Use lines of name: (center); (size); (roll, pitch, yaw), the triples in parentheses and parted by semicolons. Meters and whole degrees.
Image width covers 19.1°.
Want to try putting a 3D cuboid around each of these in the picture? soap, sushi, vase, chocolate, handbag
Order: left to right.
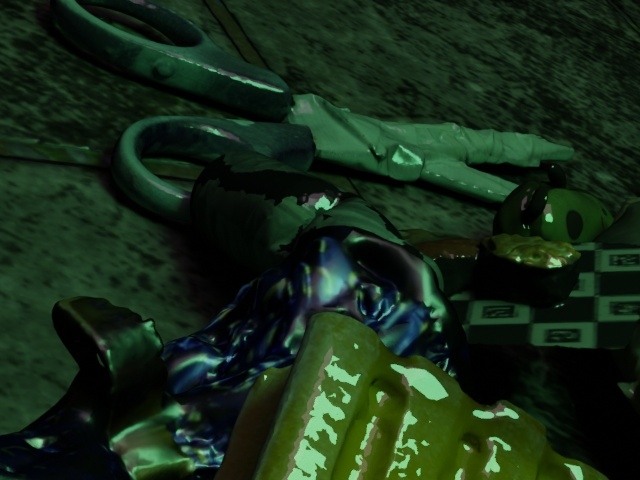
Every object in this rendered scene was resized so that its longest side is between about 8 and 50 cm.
chocolate: (-0.079, 0.095, 0.739); (0.343, 0.126, 0.148); (-27, 93, -49)
vase: (0.000, 0.000, 0.934); (0.060, 0.060, 0.211); (10, 7, -28)
soap: (0.015, 0.151, 0.638); (0.140, 0.073, 0.232); (30, 47, -11)
sushi: (0.076, 0.012, 0.987); (0.201, 0.031, 0.139); (1, 22, 17)
handbag: (0.145, -0.009, 1.150); (0.047, 0.072, 0.111); (-11, -3, 35)

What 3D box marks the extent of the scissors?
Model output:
scissors: (0.027, -0.060, 1.183); (0.383, 0.029, 0.256); (12, 30, -26)

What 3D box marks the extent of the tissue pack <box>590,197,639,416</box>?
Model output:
tissue pack: (0.342, 0.094, 0.976); (0.375, 0.195, 0.390); (16, 18, -8)
